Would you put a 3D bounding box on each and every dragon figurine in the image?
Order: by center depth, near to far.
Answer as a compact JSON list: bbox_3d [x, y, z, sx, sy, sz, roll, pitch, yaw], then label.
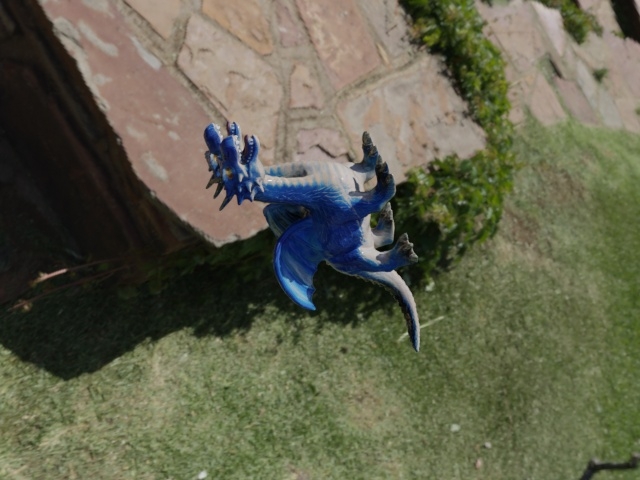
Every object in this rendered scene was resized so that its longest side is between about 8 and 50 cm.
[{"bbox_3d":[0.000,0.000,0.595,0.085,0.144,0.289,-110,178,-48],"label":"dragon figurine"}]
